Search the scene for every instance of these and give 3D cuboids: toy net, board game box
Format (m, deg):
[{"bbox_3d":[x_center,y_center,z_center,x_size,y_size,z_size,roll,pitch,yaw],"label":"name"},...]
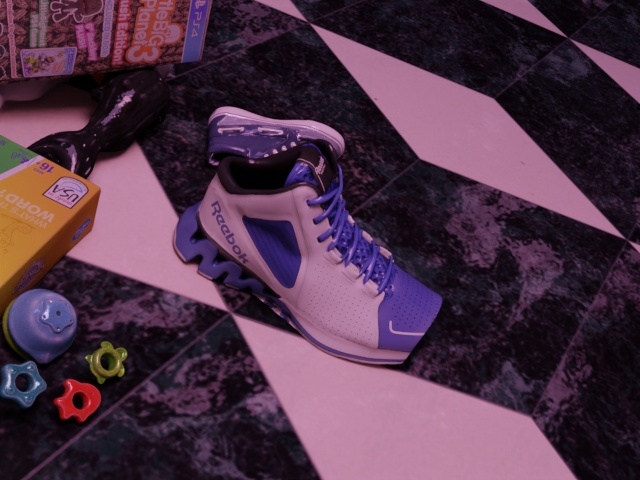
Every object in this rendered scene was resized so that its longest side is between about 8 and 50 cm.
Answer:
[{"bbox_3d":[-0.273,0.138,0.703,0.122,0.045,0.232,53,40,-12],"label":"toy net"},{"bbox_3d":[-0.305,-0.326,0.969,0.291,0.141,0.232,-14,60,-27],"label":"board game box"},{"bbox_3d":[-0.394,-0.004,0.768,0.242,0.064,0.316,27,38,0],"label":"board game box"}]

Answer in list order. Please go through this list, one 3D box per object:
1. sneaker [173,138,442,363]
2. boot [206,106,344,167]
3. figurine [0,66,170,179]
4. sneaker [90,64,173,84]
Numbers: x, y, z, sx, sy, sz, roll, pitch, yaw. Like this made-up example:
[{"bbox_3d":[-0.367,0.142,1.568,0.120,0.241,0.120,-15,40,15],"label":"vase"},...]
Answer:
[{"bbox_3d":[-0.001,-0.001,0.897,0.315,0.182,0.127,27,40,0],"label":"sneaker"},{"bbox_3d":[-0.060,-0.118,1.096,0.190,0.069,0.086,9,49,-10],"label":"boot"},{"bbox_3d":[-0.323,-0.164,0.978,0.215,0.092,0.209,29,43,3],"label":"figurine"},{"bbox_3d":[-0.320,-0.285,1.118,0.262,0.099,0.121,32,28,-2],"label":"sneaker"}]
